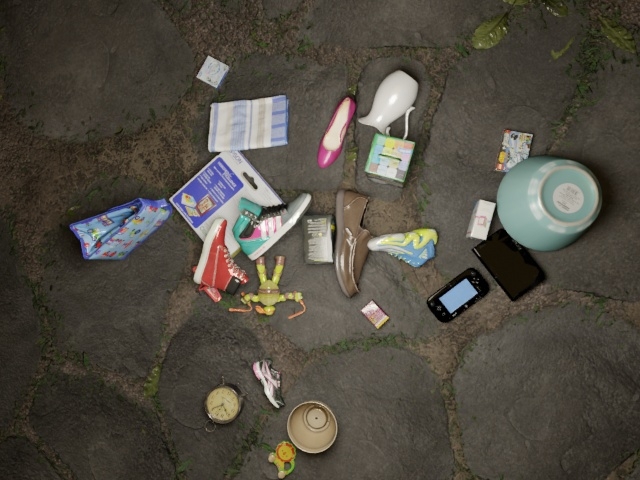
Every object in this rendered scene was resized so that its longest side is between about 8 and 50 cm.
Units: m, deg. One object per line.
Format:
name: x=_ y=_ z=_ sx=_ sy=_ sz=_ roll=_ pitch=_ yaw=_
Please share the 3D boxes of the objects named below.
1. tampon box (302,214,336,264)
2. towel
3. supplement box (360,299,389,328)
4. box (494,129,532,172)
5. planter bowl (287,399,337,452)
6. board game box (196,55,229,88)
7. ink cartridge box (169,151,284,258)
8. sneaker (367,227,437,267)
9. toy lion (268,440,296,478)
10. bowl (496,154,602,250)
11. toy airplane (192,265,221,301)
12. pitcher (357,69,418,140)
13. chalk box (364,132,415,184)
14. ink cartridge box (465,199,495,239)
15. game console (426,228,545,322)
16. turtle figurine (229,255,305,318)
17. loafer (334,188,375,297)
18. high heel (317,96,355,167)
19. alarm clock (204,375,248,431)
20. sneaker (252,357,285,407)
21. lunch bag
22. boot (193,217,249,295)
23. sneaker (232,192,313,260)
tampon box: x=0.000 y=0.000 z=1.675 sx=0.101 sy=0.120 sz=0.161 roll=-2 pitch=87 yaw=9
towel: x=-0.252 y=-0.409 z=1.744 sx=0.285 sy=0.034 sz=0.209 roll=-4 pitch=66 yaw=8
supplement box: x=0.182 y=0.245 z=1.675 sx=0.055 sy=0.043 sz=0.083 roll=-43 pitch=83 yaw=5
box: x=0.631 y=-0.287 z=1.639 sx=0.094 sy=0.027 sz=0.137 roll=13 pitch=89 yaw=8
planter bowl: x=-0.018 y=0.601 z=1.656 sx=0.162 sy=0.109 sz=0.162 roll=0 pitch=88 yaw=9
board game box: x=-0.389 y=-0.609 z=1.814 sx=0.090 sy=0.020 sz=0.090 roll=31 pitch=92 yaw=8
ink cartridge box: x=-0.323 y=-0.130 z=1.761 sx=0.307 sy=0.072 sz=0.303 roll=-41 pitch=81 yaw=3
sneaker: x=0.274 y=0.035 z=1.627 sx=0.240 sy=0.091 sz=0.126 roll=-10 pitch=94 yaw=-10
toy lion: x=-0.122 y=0.742 z=1.708 sx=0.096 sy=0.034 sz=0.100 roll=-32 pitch=83 yaw=-2
bowl: x=0.720 y=-0.127 z=1.530 sx=0.312 sy=0.163 sz=0.311 roll=0 pitch=85 yaw=1
toy airplane: x=-0.383 y=0.137 z=1.774 sx=0.151 sy=0.028 sz=0.151 roll=0 pitch=88 yaw=8
pitcher: x=0.251 y=-0.440 z=1.669 sx=0.178 sy=0.125 sz=0.207 roll=33 pitch=104 yaw=-12
chalk box: x=0.224 y=-0.257 z=1.606 sx=0.132 sy=0.213 sz=0.132 roll=17 pitch=90 yaw=9
ink cartridge box: x=0.516 y=-0.063 z=1.615 sx=0.052 sy=0.088 sz=0.122 roll=16 pitch=90 yaw=6
game console: x=0.521 y=0.142 z=1.629 sx=0.361 sy=0.044 sz=0.213 roll=-38 pitch=82 yaw=6
turtle figurine: x=-0.189 y=0.163 z=1.713 sx=0.270 sy=0.087 sz=0.217 roll=-1 pitch=87 yaw=9
loafer: x=0.115 y=0.007 z=1.650 sx=0.130 sy=0.134 sz=0.365 roll=-2 pitch=87 yaw=9
high heel: x=0.050 y=-0.363 z=1.686 sx=0.082 sy=0.117 sz=0.244 roll=32 pitch=92 yaw=9
alarm clock: x=-0.341 y=0.576 z=1.730 sx=0.129 sy=0.064 sz=0.192 roll=33 pitch=90 yaw=9
sneaker: x=-0.160 y=0.483 z=1.706 sx=0.077 sy=0.072 sz=0.178 roll=-29 pitch=89 yaw=-4
lunch bag: x=-0.655 y=-0.057 z=1.727 sx=0.293 sy=0.221 sz=0.138 roll=-29 pitch=83 yaw=6
boot: x=-0.307 y=0.055 z=1.680 sx=0.176 sy=0.088 sz=0.244 roll=19 pitch=102 yaw=4
sneaker: x=-0.182 y=-0.092 z=1.645 sx=0.295 sy=0.124 sz=0.178 roll=-43 pitch=105 yaw=7
